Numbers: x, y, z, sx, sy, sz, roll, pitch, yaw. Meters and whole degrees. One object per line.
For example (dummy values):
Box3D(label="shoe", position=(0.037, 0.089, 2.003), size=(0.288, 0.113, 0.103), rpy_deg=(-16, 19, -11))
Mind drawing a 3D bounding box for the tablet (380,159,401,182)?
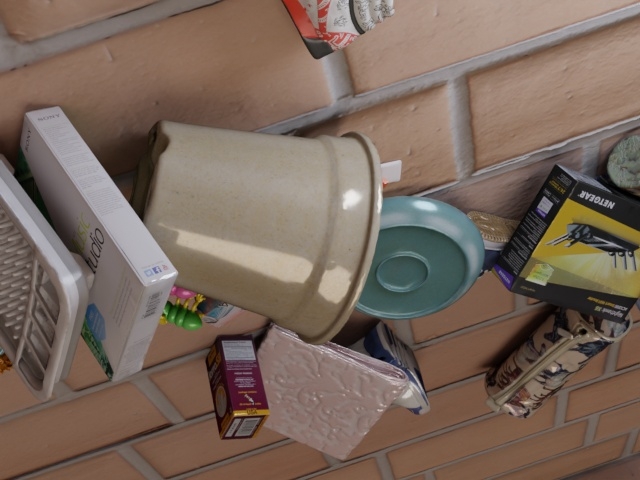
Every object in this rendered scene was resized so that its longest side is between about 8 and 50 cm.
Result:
Box3D(label="tablet", position=(0.100, -0.113, 1.460), size=(0.083, 0.006, 0.054), rpy_deg=(-13, 144, -9))

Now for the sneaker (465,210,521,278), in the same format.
Box3D(label="sneaker", position=(0.357, 0.038, 1.694), size=(0.282, 0.099, 0.153), rpy_deg=(15, 130, -30))

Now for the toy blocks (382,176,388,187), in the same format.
Box3D(label="toy blocks", position=(0.060, -0.092, 1.421), size=(0.123, 0.054, 0.148), rpy_deg=(11, 136, -23))

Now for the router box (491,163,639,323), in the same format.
Box3D(label="router box", position=(0.517, 0.014, 1.610), size=(0.308, 0.081, 0.243), rpy_deg=(15, 113, -27))

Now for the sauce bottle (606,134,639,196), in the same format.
Box3D(label="sauce bottle", position=(0.700, -0.115, 1.640), size=(0.344, 0.111, 0.111), rpy_deg=(11, 135, -37))

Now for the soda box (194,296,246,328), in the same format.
Box3D(label="soda box", position=(-0.146, 0.092, 1.577), size=(0.183, 0.058, 0.063), rpy_deg=(-32, 142, 17))

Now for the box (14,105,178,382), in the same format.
Box3D(label="box", position=(-0.328, 0.006, 1.164), size=(0.058, 0.322, 0.232), rpy_deg=(-19, 150, -39))

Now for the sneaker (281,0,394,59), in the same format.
Box3D(label="sneaker", position=(0.005, -0.348, 1.038), size=(0.145, 0.090, 0.270), rpy_deg=(-26, 147, 9))

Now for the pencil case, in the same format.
Box3D(label="pencil case", position=(0.566, 0.282, 2.056), size=(0.183, 0.160, 0.410), rpy_deg=(-11, 147, -39))

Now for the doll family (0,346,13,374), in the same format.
Box3D(label="doll family", position=(-0.559, 0.162, 1.433), size=(0.262, 0.118, 0.163), rpy_deg=(-24, 144, 8))

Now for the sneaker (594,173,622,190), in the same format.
Box3D(label="sneaker", position=(0.543, -0.088, 1.664), size=(0.135, 0.052, 0.058), rpy_deg=(-25, 154, 21))

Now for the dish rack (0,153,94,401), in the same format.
Box3D(label="dish rack", position=(-0.428, 0.032, 1.180), size=(0.072, 0.333, 0.286), rpy_deg=(-26, 155, -40))

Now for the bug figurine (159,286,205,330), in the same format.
Box3D(label="bug figurine", position=(-0.299, 0.075, 1.407), size=(0.216, 0.072, 0.279), rpy_deg=(18, 147, 7))

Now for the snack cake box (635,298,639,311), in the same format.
Box3D(label="snack cake box", position=(0.873, 0.196, 1.991), size=(0.152, 0.264, 0.089), rpy_deg=(-11, 143, -11))

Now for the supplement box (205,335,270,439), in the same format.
Box3D(label="supplement box", position=(-0.173, 0.301, 1.729), size=(0.080, 0.188, 0.104), rpy_deg=(3, 139, -26))

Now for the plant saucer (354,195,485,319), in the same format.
Box3D(label="plant saucer", position=(0.154, 0.050, 1.588), size=(0.317, 0.044, 0.318), rpy_deg=(0, 132, 0))

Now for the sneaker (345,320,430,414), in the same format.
Box3D(label="sneaker", position=(0.124, 0.311, 1.949), size=(0.182, 0.128, 0.315), rpy_deg=(-24, 137, 14))

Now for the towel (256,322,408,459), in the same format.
Box3D(label="towel", position=(-0.016, 0.332, 1.845), size=(0.316, 0.053, 0.332), rpy_deg=(25, 132, -6))

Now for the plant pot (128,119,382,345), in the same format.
Box3D(label="plant pot", position=(-0.119, -0.036, 1.240), size=(0.305, 0.334, 0.334), rpy_deg=(13, 135, -20))
